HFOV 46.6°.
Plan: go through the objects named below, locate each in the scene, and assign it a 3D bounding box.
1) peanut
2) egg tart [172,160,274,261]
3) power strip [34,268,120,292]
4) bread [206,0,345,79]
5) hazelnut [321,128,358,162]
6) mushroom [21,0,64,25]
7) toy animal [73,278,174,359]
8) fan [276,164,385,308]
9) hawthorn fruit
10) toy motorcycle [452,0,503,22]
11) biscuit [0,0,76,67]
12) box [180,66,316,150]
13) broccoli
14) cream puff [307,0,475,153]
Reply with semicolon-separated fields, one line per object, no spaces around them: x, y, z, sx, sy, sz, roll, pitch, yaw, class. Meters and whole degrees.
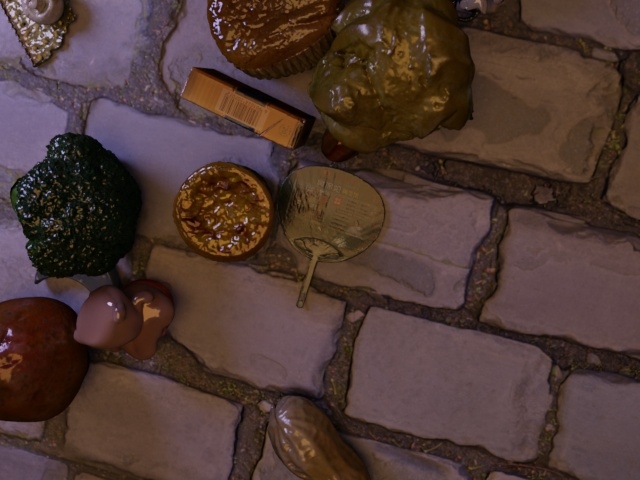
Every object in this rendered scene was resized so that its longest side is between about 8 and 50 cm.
0.004;0.471;1.590;0.149;0.149;0.313;-35;98;13;peanut
-0.178;-0.064;1.492;0.202;0.147;0.202;1;101;8;egg tart
-0.532;0.073;1.623;0.216;0.044;0.137;31;105;-1;power strip
-0.080;-0.425;1.400;0.253;0.142;0.227;-15;88;14;bread
0.044;-0.196;1.473;0.086;0.086;0.086;2;103;7;hazelnut
-0.553;-0.470;1.475;0.083;0.067;0.083;4;108;13;mushroom
-0.397;0.161;1.554;0.171;0.198;0.171;-1;89;35;toy animal
-0.015;-0.030;1.547;0.294;0.012;0.223;-43;94;13;fan
-0.638;0.258;1.549;0.277;0.298;0.277;2;95;19;hawthorn fruit
0.290;-0.521;1.355;0.150;0.102;0.221;-10;101;22;toy motorcycle
-0.582;-0.479;1.521;0.144;0.016;0.203;-26;97;13;biscuit
-0.134;-0.257;1.440;0.237;0.152;0.070;27;103;1;box
-0.504;-0.062;1.505;0.297;0.297;0.297;3;105;39;broccoli
0.105;-0.309;1.298;0.270;0.323;0.274;-16;116;-11;cream puff
